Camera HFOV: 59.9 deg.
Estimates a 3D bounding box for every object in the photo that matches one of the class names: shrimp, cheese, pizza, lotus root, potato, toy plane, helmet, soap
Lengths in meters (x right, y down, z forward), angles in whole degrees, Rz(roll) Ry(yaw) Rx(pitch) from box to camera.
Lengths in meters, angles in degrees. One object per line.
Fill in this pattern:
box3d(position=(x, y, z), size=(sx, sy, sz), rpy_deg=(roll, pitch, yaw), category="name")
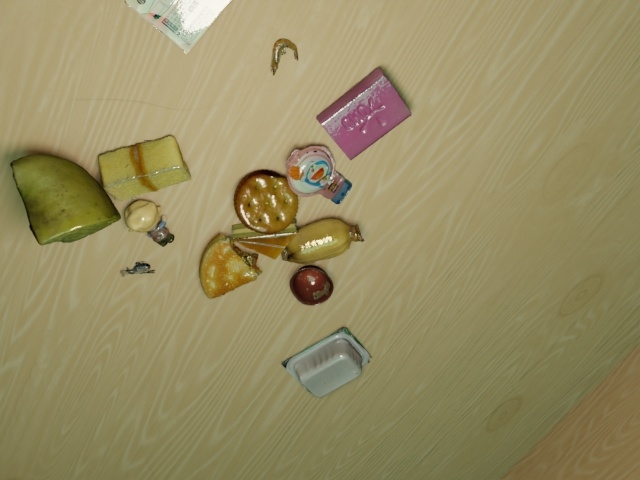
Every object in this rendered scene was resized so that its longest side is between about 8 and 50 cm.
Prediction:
box3d(position=(-0.110, -0.552, 1.690), size=(0.083, 0.023, 0.114), rpy_deg=(9, 116, -20), category="shrimp")
box3d(position=(-0.005, -0.217, 1.888), size=(0.286, 0.074, 0.189), rpy_deg=(32, 99, -39), category="cheese")
box3d(position=(-0.324, 0.096, 2.026), size=(0.229, 0.081, 0.289), rpy_deg=(9, 121, -9), category="pizza")
box3d(position=(0.000, 0.000, 2.000), size=(0.303, 0.131, 0.146), rpy_deg=(-16, 147, 1), category="lotus root")
box3d(position=(-0.759, -0.150, 1.678), size=(0.213, 0.330, 0.280), rpy_deg=(-26, 94, -7), category="potato")
box3d(position=(-0.660, 0.105, 2.000), size=(0.121, 0.031, 0.049), rpy_deg=(-8, 132, -9), category="toy plane")
box3d(position=(-0.041, 0.151, 2.102), size=(0.175, 0.106, 0.155), rpy_deg=(31, 110, -24), category="helmet")
box3d(position=(0.140, -0.404, 1.796), size=(0.259, 0.081, 0.181), rpy_deg=(-35, 122, 12), category="soap")

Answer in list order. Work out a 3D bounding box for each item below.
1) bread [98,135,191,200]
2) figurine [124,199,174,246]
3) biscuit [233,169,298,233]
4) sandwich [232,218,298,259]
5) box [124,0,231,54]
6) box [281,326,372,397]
box3d(position=(-0.561, -0.223, 1.767), size=(0.266, 0.142, 0.178), rpy_deg=(-18, 108, -1), category="bread")
box3d(position=(-0.573, -0.056, 1.884), size=(0.114, 0.108, 0.196), rpy_deg=(-23, 142, 16), category="figurine")
box3d(position=(-0.184, -0.129, 1.873), size=(0.220, 0.066, 0.220), rpy_deg=(-2, 96, -21), category="biscuit")
box3d(position=(-0.196, -0.041, 1.945), size=(0.187, 0.117, 0.144), rpy_deg=(26, 112, -22), category="sandwich")
box3d(position=(-0.365, -0.686, 1.512), size=(0.274, 0.091, 0.221), rpy_deg=(-42, 119, 16), category="box")
box3d(position=(0.040, 0.550, 2.376), size=(0.337, 0.106, 0.264), rpy_deg=(-33, 122, 10), category="box")
